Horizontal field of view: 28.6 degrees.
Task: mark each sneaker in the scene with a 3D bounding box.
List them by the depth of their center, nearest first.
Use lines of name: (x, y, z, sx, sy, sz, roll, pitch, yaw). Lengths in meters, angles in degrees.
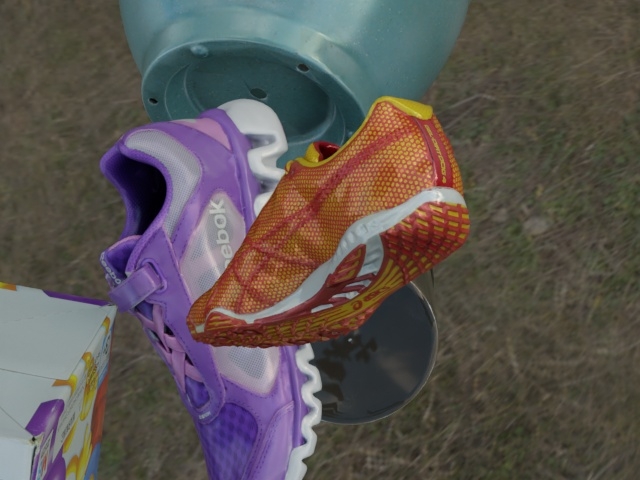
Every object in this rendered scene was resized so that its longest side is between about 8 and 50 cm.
sneaker: (0.000, 0.000, 0.527, 0.175, 0.064, 0.067, -36, 56, 43)
sneaker: (-0.070, 0.035, 0.692, 0.095, 0.105, 0.236, -24, 71, 51)

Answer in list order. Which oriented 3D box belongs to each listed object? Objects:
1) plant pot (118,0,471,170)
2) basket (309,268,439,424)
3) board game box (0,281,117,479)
plant pot: (-0.031, -0.168, 0.971, 0.293, 0.293, 0.196, -3, 56, 26)
basket: (0.017, 0.046, 1.003, 0.204, 0.227, 0.154, 40, 99, -13)
board game box: (-0.191, 0.166, 0.576, 0.144, 0.142, 0.275, 11, 110, 1)
